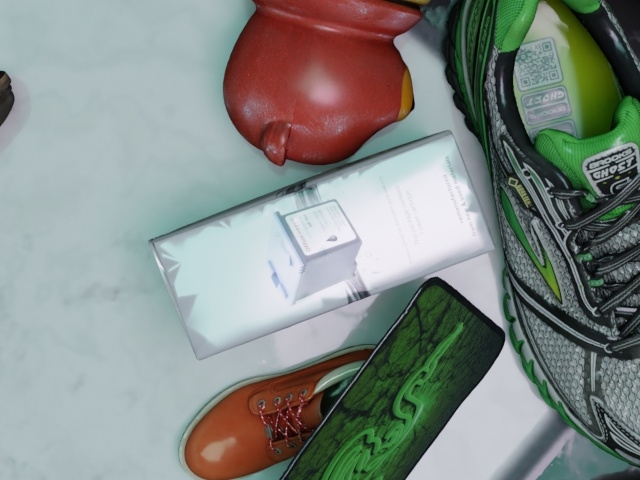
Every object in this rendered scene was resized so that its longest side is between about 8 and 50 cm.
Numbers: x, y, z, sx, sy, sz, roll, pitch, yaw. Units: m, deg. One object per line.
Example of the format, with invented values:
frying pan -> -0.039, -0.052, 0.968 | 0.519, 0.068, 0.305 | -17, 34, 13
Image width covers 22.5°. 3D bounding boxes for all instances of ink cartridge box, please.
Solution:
ink cartridge box -> 0.000, 0.000, 1.002 | 0.191, 0.139, 0.082 | -22, 93, 0

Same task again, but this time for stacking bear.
stacking bear -> 0.018, -0.187, 0.999 | 0.164, 0.175, 0.289 | 13, 98, -3

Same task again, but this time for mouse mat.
mouse mat -> 0.041, 0.117, 1.007 | 0.007, 0.152, 0.189 | 37, 91, 30

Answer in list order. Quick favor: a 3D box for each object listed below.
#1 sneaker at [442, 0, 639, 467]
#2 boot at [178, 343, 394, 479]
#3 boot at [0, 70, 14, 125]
sneaker -> 0.165, -0.012, 1.002 | 0.134, 0.146, 0.343 | -23, 91, 0
boot -> -0.021, 0.112, 1.031 | 0.158, 0.084, 0.059 | -26, 92, 1
boot -> -0.259, -0.007, 1.044 | 0.219, 0.082, 0.106 | -43, 113, -4
